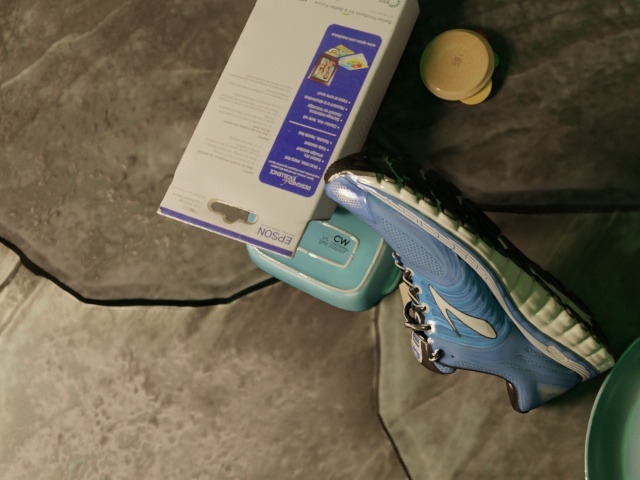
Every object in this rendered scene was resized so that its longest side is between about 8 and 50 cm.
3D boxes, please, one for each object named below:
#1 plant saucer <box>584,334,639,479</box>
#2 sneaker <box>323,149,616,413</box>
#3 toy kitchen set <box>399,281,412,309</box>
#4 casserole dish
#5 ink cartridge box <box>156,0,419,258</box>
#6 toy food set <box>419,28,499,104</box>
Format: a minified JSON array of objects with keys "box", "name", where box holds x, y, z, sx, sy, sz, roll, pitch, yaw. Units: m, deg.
[{"box":[0.399,0.201,0.961,0.318,0.044,0.317,-10,70,28],"name":"plant saucer"},{"box":[0.121,0.050,1.010,0.330,0.129,0.147,42,105,-12],"name":"sneaker"},{"box":[0.107,0.037,1.091,0.068,0.075,0.083,-17,70,13],"name":"toy kitchen set"},{"box":[0.000,0.000,1.152,0.188,0.037,0.114,25,87,18],"name":"casserole dish"},{"box":[-0.030,-0.141,1.149,0.165,0.065,0.332,20,75,18],"name":"ink cartridge box"},{"box":[0.148,-0.189,1.154,0.083,0.020,0.082,12,82,18],"name":"toy food set"}]
